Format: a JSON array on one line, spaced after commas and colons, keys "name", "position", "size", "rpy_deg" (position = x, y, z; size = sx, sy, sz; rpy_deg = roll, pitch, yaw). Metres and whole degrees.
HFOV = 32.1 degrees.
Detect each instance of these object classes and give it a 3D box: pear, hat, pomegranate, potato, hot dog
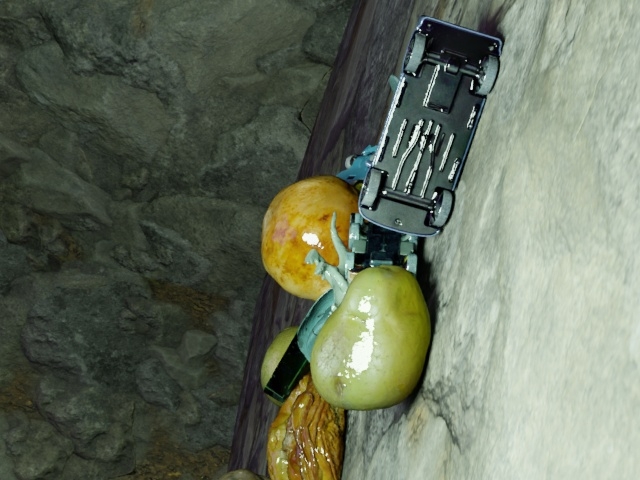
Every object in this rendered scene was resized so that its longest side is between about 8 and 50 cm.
[{"name": "pear", "position": [-0.035, 0.244, 2.109], "size": [0.167, 0.137, 0.167], "rpy_deg": [-12, -76, -57]}, {"name": "hat", "position": [0.026, 0.164, 1.819], "size": [0.078, 0.138, 0.191], "rpy_deg": [-33, -31, -55]}, {"name": "pomegranate", "position": [0.000, 0.000, 2.034], "size": [0.248, 0.248, 0.248], "rpy_deg": [-166, 90, -83]}, {"name": "potato", "position": [0.069, 0.126, 1.474], "size": [0.157, 0.157, 0.194], "rpy_deg": [-109, 27, -78]}, {"name": "hot dog", "position": [-0.023, 0.340, 1.909], "size": [0.175, 0.114, 0.259], "rpy_deg": [-52, 21, 42]}]

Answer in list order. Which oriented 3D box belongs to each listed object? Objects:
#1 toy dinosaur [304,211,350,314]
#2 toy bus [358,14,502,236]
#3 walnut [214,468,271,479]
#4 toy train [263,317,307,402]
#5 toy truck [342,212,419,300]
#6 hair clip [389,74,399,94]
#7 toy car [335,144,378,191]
[{"name": "toy dinosaur", "position": [0.043, 0.068, 1.769], "size": [0.053, 0.167, 0.242], "rpy_deg": [-34, 37, 33]}, {"name": "toy bus", "position": [0.146, -0.159, 1.549], "size": [0.133, 0.125, 0.292], "rpy_deg": [-93, 19, -73]}, {"name": "walnut", "position": [-0.140, 0.542, 2.083], "size": [0.224, 0.224, 0.224], "rpy_deg": [-166, 90, -83]}, {"name": "toy train", "position": [-0.038, 0.199, 1.967], "size": [0.209, 0.044, 0.042], "rpy_deg": [-61, -2, 33]}, {"name": "toy truck", "position": [0.092, 0.050, 1.653], "size": [0.256, 0.108, 0.140], "rpy_deg": [-78, -9, -68]}, {"name": "hair clip", "position": [0.148, -0.176, 1.926], "size": [0.039, 0.070, 0.229], "rpy_deg": [131, 145, -68]}, {"name": "toy car", "position": [0.086, -0.108, 2.191], "size": [0.161, 0.098, 0.126], "rpy_deg": [-49, 25, -22]}]
